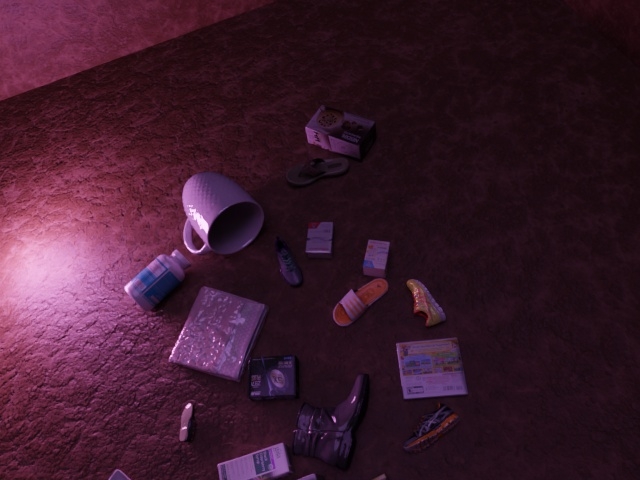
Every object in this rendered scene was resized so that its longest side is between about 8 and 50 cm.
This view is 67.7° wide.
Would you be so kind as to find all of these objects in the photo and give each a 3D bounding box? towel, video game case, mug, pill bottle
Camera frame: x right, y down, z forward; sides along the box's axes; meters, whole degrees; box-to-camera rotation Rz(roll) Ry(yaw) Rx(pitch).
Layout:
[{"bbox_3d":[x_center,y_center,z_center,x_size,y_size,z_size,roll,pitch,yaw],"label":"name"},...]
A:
[{"bbox_3d":[-0.403,0.367,1.904,0.316,0.053,0.332,12,62,16],"label":"towel"},{"bbox_3d":[0.401,0.464,1.731,0.226,0.026,0.207,-7,60,7],"label":"video game case"},{"bbox_3d":[-0.474,-0.106,2.084,0.328,0.276,0.374,44,106,33],"label":"mug"},{"bbox_3d":[-0.676,0.160,2.011,0.146,0.146,0.264,38,72,26],"label":"pill bottle"}]

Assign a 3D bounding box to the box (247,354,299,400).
[{"bbox_3d":[-0.173,0.510,1.768,0.180,0.078,0.148,-5,61,6],"label":"box"}]

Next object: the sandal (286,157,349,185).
[{"bbox_3d":[-0.017,-0.341,2.222,0.302,0.086,0.120,-16,59,0],"label":"sandal"}]

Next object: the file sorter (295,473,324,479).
[{"bbox_3d":[-0.109,0.866,1.491,0.277,0.193,0.173,-20,62,-2],"label":"file sorter"}]

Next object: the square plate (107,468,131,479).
[{"bbox_3d":[-0.663,1.014,1.578,0.347,0.049,0.344,26,67,21],"label":"square plate"}]

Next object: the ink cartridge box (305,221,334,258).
[{"bbox_3d":[0.000,0.000,2.038,0.109,0.063,0.151,0,61,9],"label":"ink cartridge box"}]

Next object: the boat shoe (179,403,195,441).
[{"bbox_3d":[-0.483,0.669,1.751,0.048,0.042,0.133,-18,55,28],"label":"boat shoe"}]

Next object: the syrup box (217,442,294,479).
[{"bbox_3d":[-0.216,0.773,1.615,0.236,0.096,0.093,-18,59,0],"label":"syrup box"}]

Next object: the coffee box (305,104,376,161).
[{"bbox_3d":[0.100,-0.514,2.282,0.297,0.119,0.168,25,66,21],"label":"coffee box"}]

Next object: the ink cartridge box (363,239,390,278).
[{"bbox_3d":[0.232,0.067,1.947,0.092,0.090,0.143,7,63,13],"label":"ink cartridge box"}]

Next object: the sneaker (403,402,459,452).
[{"bbox_3d":[0.364,0.636,1.614,0.214,0.084,0.083,-30,47,-12],"label":"sneaker"}]

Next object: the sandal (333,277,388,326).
[{"bbox_3d":[0.153,0.224,1.877,0.265,0.076,0.102,-38,62,-12],"label":"sandal"}]

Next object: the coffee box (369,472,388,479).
[{"bbox_3d":[0.198,0.861,1.528,0.113,0.040,0.184,-23,60,-4],"label":"coffee box"}]

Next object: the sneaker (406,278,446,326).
[{"bbox_3d":[0.386,0.239,1.830,0.094,0.081,0.209,-31,61,-6],"label":"sneaker"}]

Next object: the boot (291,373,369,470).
[{"bbox_3d":[0.035,0.601,1.667,0.222,0.118,0.338,11,59,21],"label":"boot"}]

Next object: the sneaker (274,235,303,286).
[{"bbox_3d":[-0.144,0.089,1.991,0.083,0.098,0.224,-26,60,-6],"label":"sneaker"}]
